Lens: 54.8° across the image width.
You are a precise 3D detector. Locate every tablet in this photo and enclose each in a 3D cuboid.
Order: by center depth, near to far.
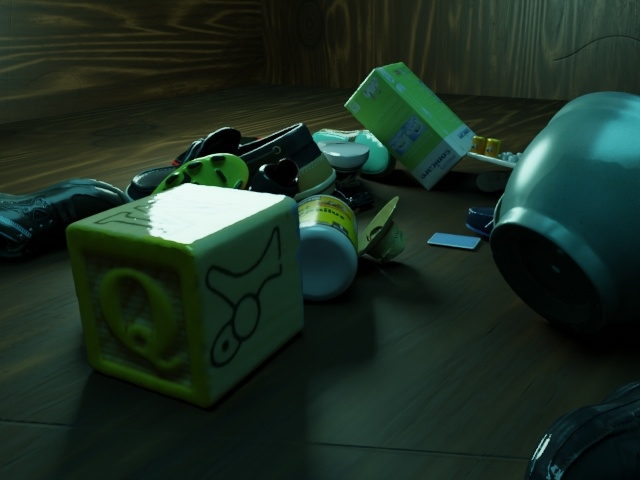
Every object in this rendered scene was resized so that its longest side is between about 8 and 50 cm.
[{"bbox_3d":[0.237,0.001,1.096,0.083,0.006,0.054,7,23,26],"label":"tablet"}]

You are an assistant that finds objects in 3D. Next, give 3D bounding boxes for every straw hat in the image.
[{"bbox_3d":[0.106,0.002,1.014,0.061,0.144,0.144,37,23,-4],"label":"straw hat"}]

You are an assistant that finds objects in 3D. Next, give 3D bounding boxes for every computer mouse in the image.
[{"bbox_3d":[-0.033,-0.094,1.313,0.262,0.060,0.184,22,25,25],"label":"computer mouse"}]

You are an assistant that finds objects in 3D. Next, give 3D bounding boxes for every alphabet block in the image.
[{"bbox_3d":[-0.151,0.051,0.739,0.193,0.193,0.197,7,21,29],"label":"alphabet block"}]

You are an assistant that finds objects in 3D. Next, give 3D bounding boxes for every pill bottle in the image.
[{"bbox_3d":[0.000,0.000,0.961,0.117,0.117,0.215,-1,20,3],"label":"pill bottle"}]

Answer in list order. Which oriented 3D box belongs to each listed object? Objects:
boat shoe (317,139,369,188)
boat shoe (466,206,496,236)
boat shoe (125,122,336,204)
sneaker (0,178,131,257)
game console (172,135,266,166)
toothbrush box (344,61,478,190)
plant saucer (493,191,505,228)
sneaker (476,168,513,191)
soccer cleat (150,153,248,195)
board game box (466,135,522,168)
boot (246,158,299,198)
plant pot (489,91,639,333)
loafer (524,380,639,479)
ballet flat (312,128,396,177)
[{"bbox_3d":[0.044,-0.174,1.442,0.113,0.105,0.306,-5,13,-11],"label":"boat shoe"},{"bbox_3d":[0.389,-0.045,1.085,0.258,0.089,0.109,7,22,23],"label":"boat shoe"},{"bbox_3d":[-0.203,-0.143,1.239,0.500,0.156,0.187,-2,30,33],"label":"boat shoe"},{"bbox_3d":[-0.519,-0.025,1.132,0.340,0.125,0.140,-7,48,-21],"label":"sneaker"},{"bbox_3d":[-0.196,-0.218,1.680,0.341,0.060,0.386,5,21,4],"label":"game console"},{"bbox_3d":[0.226,-0.281,1.481,0.283,0.122,0.206,44,32,4],"label":"toothbrush box"},{"bbox_3d":[0.378,-0.022,0.985,0.198,0.036,0.199,-6,58,11],"label":"plant saucer"},{"bbox_3d":[0.433,-0.136,1.379,0.157,0.061,0.065,8,16,24],"label":"sneaker"},{"bbox_3d":[-0.227,-0.024,0.922,0.289,0.093,0.121,-45,4,-13],"label":"soccer cleat"},{"bbox_3d":[0.585,-0.159,1.323,0.389,0.050,0.390,-1,17,-32],"label":"board game box"},{"bbox_3d":[-0.080,-0.046,0.959,0.088,0.176,0.244,40,8,5],"label":"boot"},{"bbox_3d":[0.343,-0.009,0.778,0.196,0.293,0.293,-38,32,-15],"label":"plant pot"},{"bbox_3d":[0.254,0.176,0.518,0.223,0.076,0.078,-13,15,-36],"label":"loafer"},{"bbox_3d":[0.112,-0.228,1.619,0.124,0.116,0.342,7,7,-38],"label":"ballet flat"}]
